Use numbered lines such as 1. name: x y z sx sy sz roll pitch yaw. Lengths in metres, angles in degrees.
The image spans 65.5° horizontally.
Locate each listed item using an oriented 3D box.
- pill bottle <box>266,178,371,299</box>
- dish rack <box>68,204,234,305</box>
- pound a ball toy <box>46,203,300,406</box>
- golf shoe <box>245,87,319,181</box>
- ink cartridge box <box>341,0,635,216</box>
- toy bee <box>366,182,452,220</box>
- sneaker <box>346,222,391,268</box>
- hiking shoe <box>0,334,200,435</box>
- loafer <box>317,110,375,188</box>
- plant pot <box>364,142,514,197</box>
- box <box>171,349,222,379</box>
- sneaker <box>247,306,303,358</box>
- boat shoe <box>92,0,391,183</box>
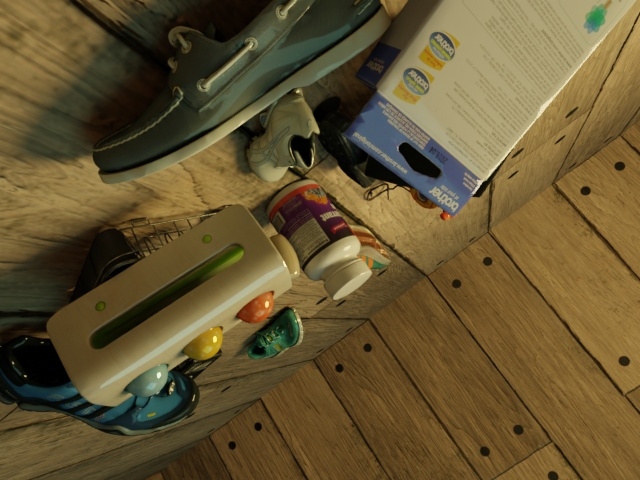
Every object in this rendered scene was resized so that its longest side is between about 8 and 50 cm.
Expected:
1. pill bottle: 0.000 0.000 0.846 0.108 0.193 0.108 -31 162 -11
2. dish rack: -0.227 0.042 0.746 0.271 0.074 0.208 -15 154 -47
3. pound a ball toy: -0.154 0.093 0.678 0.319 0.136 0.208 -33 163 -12
4. golf shoe: -0.047 -0.115 0.649 0.069 0.086 0.176 -29 163 -23
5. ink cartridge box: 0.167 -0.192 0.492 0.185 0.065 0.311 28 103 -34
6. toy bee: 0.243 -0.132 1.002 0.195 0.162 0.298 -28 161 -25
7. sneaker: 0.071 0.034 1.224 0.121 0.108 0.302 -40 154 18
8. hiking shoe: -0.330 0.219 0.748 0.304 0.113 0.132 13 142 -19
9. loafer: 0.056 -0.150 0.773 0.078 0.076 0.223 -52 159 1
10. plant pot: 0.183 -0.167 0.673 0.188 0.167 0.187 -57 169 -23
11. box: -0.293 0.203 0.920 0.180 0.147 0.077 -43 161 21
12. sneaker: -0.138 0.301 1.537 0.110 0.107 0.275 -7 148 -39
13. boat shoe: -0.092 -0.166 0.471 0.319 0.116 0.099 -29 120 5
